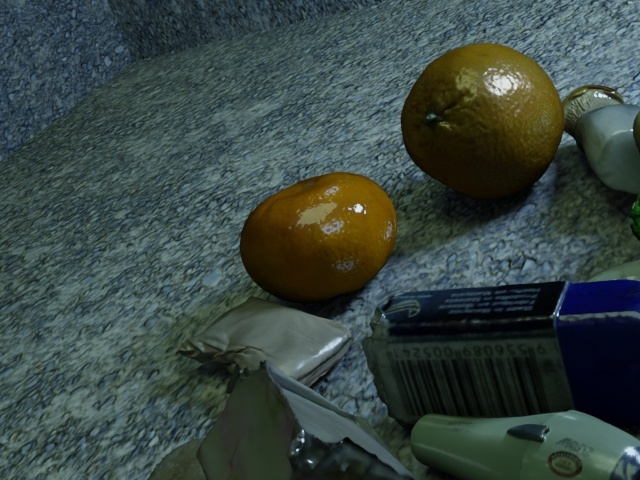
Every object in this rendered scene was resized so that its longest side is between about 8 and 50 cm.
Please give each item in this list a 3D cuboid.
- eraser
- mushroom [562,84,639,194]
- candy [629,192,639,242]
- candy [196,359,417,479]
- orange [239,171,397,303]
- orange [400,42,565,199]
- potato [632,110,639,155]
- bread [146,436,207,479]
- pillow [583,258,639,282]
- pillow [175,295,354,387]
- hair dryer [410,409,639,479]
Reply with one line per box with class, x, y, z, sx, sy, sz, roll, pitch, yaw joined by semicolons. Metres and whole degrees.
eraser;0.218;0.124;1.086;0.332;0.155;0.101;-7;27;28
mushroom;0.452;-0.148;1.514;0.122;0.159;0.329;-40;16;13
candy;0.532;-0.005;1.214;0.323;0.097;0.097;13;41;40
candy;-0.018;0.230;0.996;0.137;0.185;0.195;-54;30;3
orange;0.000;0.000;1.492;0.240;0.171;0.240;-18;17;6
orange;0.251;-0.184;1.572;0.264;0.264;0.264;-17;25;8
potato;0.545;-0.121;1.275;0.296;0.141;0.191;18;19;5
bread;-0.178;0.335;1.034;0.183;0.102;0.337;-13;25;16
pillow;0.431;0.045;1.115;0.302;0.075;0.185;-11;-12;20
pillow;-0.080;0.144;1.388;0.173;0.067;0.270;-31;26;-32
hair dryer;0.148;0.258;0.966;0.298;0.119;0.296;-38;21;-6
